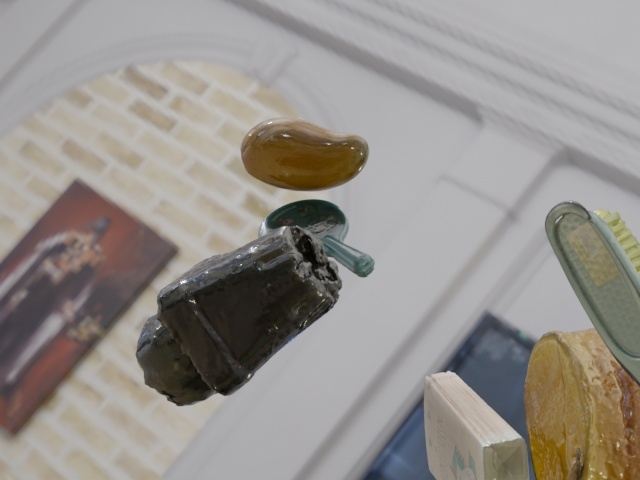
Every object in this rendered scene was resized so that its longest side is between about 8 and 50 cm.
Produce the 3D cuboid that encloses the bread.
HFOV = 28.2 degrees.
[{"bbox_3d":[0.359,0.237,1.657,0.142,0.270,0.195,2,-27,-13],"label":"bread"}]

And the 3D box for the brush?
[{"bbox_3d":[0.278,0.094,1.032,0.068,0.060,0.297,-34,-99,57],"label":"brush"}]

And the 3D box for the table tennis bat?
[{"bbox_3d":[0.000,0.000,1.710,0.201,0.124,0.033,31,-34,44],"label":"table tennis bat"}]

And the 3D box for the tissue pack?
[{"bbox_3d":[0.226,0.320,1.886,0.325,0.071,0.170,-136,-142,-76],"label":"tissue pack"}]

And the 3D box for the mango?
[{"bbox_3d":[-0.021,-0.119,1.783,0.184,0.102,0.085,5,18,10],"label":"mango"}]

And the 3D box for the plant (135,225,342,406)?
[{"bbox_3d":[-0.101,0.084,1.440,0.142,0.256,0.164,52,19,-2],"label":"plant"}]
